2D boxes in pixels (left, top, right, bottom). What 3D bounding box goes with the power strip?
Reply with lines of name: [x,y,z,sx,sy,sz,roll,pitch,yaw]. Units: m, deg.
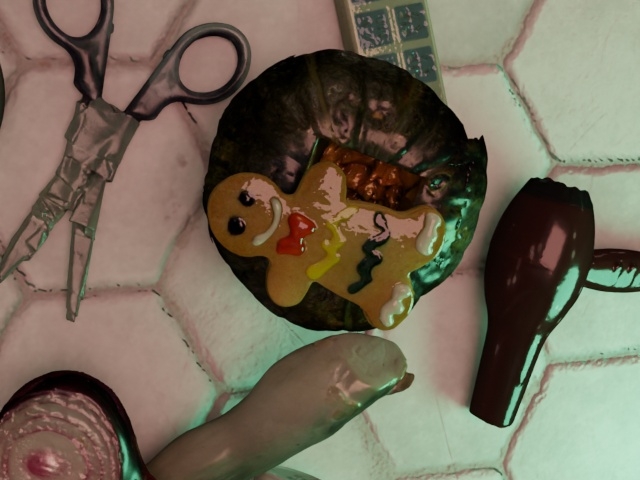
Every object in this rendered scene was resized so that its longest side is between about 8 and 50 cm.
power strip: [0.074,-0.272,1.324,0.106,0.043,0.367,-15,98,-15]

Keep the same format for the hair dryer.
hair dryer: [0.351,0.083,1.426,0.340,0.123,0.313,4,104,-29]

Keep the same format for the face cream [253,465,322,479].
face cream: [-0.079,0.440,1.299,0.102,0.102,0.346,17,89,-18]

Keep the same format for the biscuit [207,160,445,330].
biscuit: [0.000,0.000,1.128,0.240,0.035,0.158,17,102,-7]

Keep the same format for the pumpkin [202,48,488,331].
pumpkin: [0.022,-0.050,1.231,0.320,0.192,0.321,-1,108,-2]

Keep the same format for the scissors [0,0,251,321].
scissors: [-0.245,-0.103,1.241,0.256,0.029,0.384,21,86,-19]

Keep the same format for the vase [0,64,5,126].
vase: [-0.449,-0.188,1.117,0.251,0.156,0.301,-6,90,-14]

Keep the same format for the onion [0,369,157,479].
onion: [-0.249,0.243,1.196,0.218,0.140,0.195,18,87,-6]

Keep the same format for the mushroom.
mushroom: [-0.062,0.209,1.248,0.351,0.097,0.109,-34,148,11]
